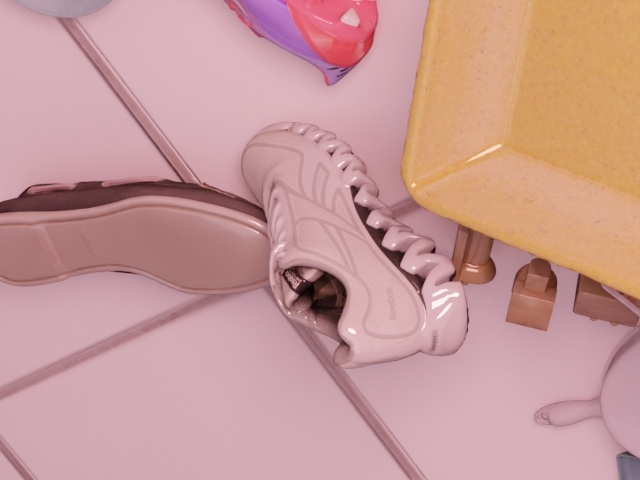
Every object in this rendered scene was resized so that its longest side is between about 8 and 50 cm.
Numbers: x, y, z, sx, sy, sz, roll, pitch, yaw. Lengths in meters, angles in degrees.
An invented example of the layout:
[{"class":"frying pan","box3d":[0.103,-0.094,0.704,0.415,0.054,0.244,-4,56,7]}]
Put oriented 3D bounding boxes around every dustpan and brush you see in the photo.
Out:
[{"class":"dustpan and brush","box3d":[0.268,0.142,1.474,0.211,0.060,0.147,-18,101,33]}]

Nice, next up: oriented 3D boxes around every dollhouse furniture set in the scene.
[{"class":"dollhouse furniture set","box3d":[0.180,0.029,1.393,0.151,0.144,0.123,13,135,5]}]

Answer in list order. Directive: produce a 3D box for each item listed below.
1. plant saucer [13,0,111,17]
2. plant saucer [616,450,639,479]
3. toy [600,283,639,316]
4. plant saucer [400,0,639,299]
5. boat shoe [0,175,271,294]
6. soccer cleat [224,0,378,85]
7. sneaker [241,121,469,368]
[{"class":"plant saucer","box3d":[-0.236,-0.285,1.465,0.195,0.037,0.195,16,130,20]},{"class":"plant saucer","box3d":[0.355,0.222,1.499,0.192,0.018,0.067,5,125,27]},{"class":"toy","box3d":[0.344,0.055,1.291,0.237,0.137,0.056,39,159,3]},{"class":"plant saucer","box3d":[0.225,-0.134,1.103,0.333,0.081,0.333,25,117,35]},{"class":"boat shoe","box3d":[-0.170,-0.018,1.604,0.335,0.095,0.112,0,126,25]},{"class":"soccer cleat","box3d":[-0.066,-0.218,1.386,0.248,0.083,0.095,33,139,2]},{"class":"sneaker","box3d":[0.000,0.000,1.417,0.292,0.118,0.110,47,148,42]}]
